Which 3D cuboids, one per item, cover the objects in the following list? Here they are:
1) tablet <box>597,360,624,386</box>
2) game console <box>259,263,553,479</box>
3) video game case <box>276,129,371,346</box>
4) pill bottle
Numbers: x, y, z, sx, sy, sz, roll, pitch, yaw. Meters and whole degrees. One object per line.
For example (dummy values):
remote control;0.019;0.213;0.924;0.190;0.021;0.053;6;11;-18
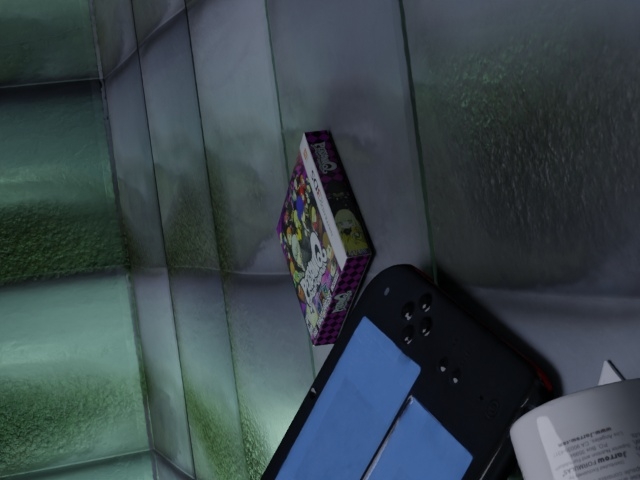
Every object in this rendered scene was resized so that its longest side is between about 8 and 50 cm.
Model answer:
tablet;0.255;0.152;1.076;0.054;0.006;0.083;-121;29;-49
game console;0.065;0.239;1.318;0.387;0.060;0.342;-62;26;9
video game case;0.000;0.000;1.700;0.232;0.041;0.210;109;149;-54
pill bottle;0.242;0.235;0.954;0.131;0.131;0.229;121;138;-62
